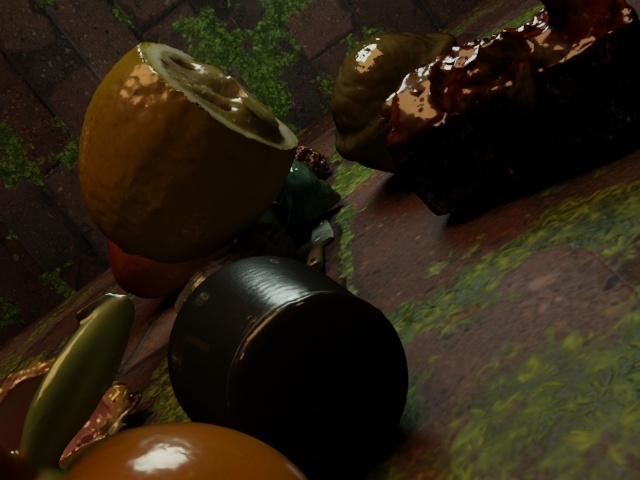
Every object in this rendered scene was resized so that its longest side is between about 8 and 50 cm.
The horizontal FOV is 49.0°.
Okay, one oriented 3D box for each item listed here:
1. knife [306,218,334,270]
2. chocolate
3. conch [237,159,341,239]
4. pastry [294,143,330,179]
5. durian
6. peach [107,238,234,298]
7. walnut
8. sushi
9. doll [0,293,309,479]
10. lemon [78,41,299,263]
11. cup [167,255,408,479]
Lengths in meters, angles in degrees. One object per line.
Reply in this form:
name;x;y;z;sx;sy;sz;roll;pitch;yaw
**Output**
knife;0.001;0.002;1.148;0.047;0.017;0.298;-33;10;7
chocolate;-0.124;0.055;1.102;0.110;0.110;0.248;-21;20;49
conch;-0.065;-0.061;1.310;0.188;0.122;0.176;-36;31;15
pastry;-0.081;-0.147;1.674;0.208;0.115;0.097;-31;27;15
durian;-0.401;0.300;1.000;0.305;0.185;0.195;-50;-6;-17
peach;-0.341;-0.029;1.566;0.308;0.289;0.289;-36;12;-24
walnut;0.129;-0.225;1.143;0.283;0.227;0.283;-46;10;11
sushi;0.215;-0.162;0.820;0.343;0.182;0.196;-21;14;41
doll;-0.107;0.174;0.364;0.213;0.236;0.213;-37;9;7
lemon;-0.241;-0.124;1.171;0.364;0.364;0.364;-34;14;10
cup;-0.034;0.127;0.570;0.176;0.169;0.223;10;83;62
